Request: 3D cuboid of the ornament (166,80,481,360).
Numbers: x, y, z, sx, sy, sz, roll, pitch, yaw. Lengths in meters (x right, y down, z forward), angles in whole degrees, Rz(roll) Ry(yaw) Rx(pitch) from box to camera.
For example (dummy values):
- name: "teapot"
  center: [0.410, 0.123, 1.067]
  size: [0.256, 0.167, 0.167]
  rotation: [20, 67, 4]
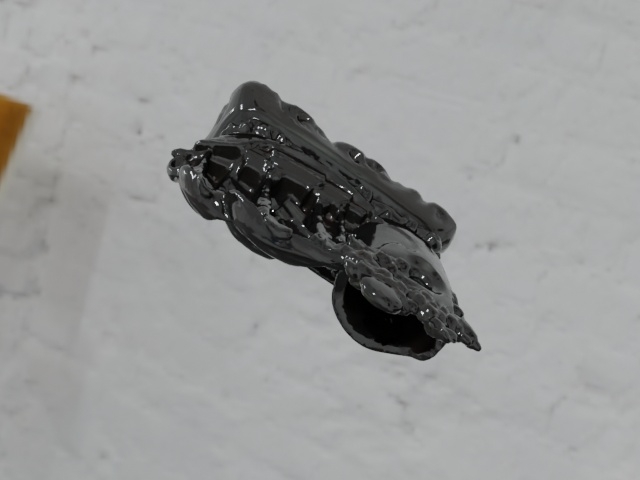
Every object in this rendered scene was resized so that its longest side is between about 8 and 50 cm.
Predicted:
- name: "ornament"
  center: [0.000, 0.000, 1.080]
  size: [0.251, 0.106, 0.260]
  rotation: [33, 14, -5]
